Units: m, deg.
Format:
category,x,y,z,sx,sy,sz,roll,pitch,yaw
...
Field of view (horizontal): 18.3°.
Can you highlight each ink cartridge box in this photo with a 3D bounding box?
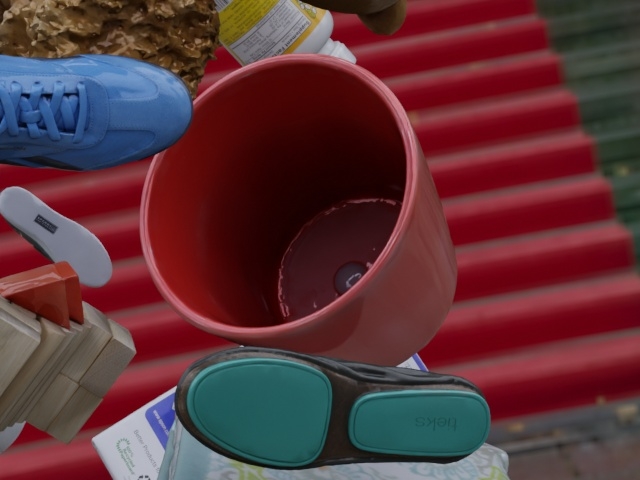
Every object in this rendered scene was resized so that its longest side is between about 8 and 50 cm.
category,x,y,z,sx,sy,sz,roll,pitch,yaw
ink cartridge box,-0.061,0.206,2.274,0.371,0.176,0.069,-33,-25,-2

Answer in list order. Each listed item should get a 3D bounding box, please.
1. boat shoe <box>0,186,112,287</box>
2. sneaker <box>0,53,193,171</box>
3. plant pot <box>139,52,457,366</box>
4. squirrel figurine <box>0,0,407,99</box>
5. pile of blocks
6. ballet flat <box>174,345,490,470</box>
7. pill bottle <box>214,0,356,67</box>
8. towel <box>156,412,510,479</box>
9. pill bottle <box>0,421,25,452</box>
category,x,y,z,sx,sy,sz,roll,pitch,yaw
boat shoe,-0.271,-0.004,2.041,0.049,0.142,0.040,-50,1,-14
sneaker,-0.176,-0.071,1.119,0.209,0.069,0.082,3,10,-7
plant pot,0.000,0.000,1.855,0.275,0.275,0.243,-9,-24,19
squirrel figurine,-0.114,-0.235,1.463,0.370,0.397,0.281,30,-7,11
pile of blocks,-0.226,0.046,1.256,0.112,0.149,0.362,-53,-15,7
ballet flat,0.000,0.134,1.577,0.280,0.095,0.096,11,4,-27
pill bottle,-0.060,-0.252,2.275,0.117,0.208,0.117,-42,14,12
towel,0.016,0.240,1.717,0.320,0.090,0.374,18,19,-6
pill bottle,-0.311,0.107,1.555,0.094,0.094,0.169,-5,-29,42
